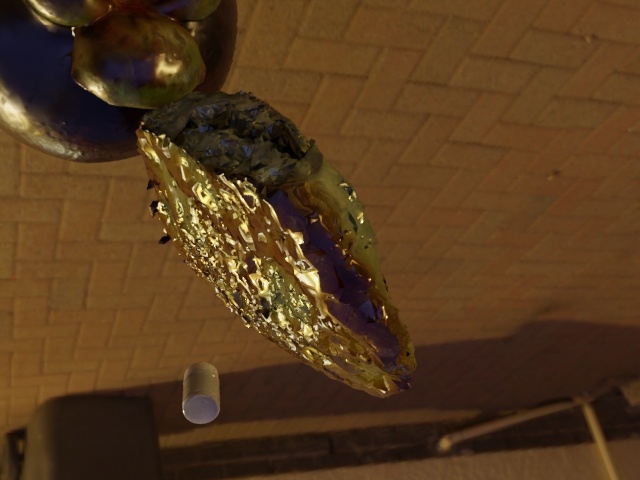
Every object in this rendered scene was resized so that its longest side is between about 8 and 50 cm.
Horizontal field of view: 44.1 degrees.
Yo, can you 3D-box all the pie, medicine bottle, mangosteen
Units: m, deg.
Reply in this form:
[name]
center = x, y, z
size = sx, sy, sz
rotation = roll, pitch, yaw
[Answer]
[pie]
center = -0.042, 0.010, 0.715
size = 0.103, 0.354, 0.288
rotation = -42, 134, -20
[medicine bottle]
center = -0.190, 0.242, 1.261
size = 0.058, 0.091, 0.058
rotation = -3, 116, -7
[mangosteen]
center = -0.226, -0.236, 0.831
size = 0.330, 0.330, 0.330
rotation = -10, 150, -5
